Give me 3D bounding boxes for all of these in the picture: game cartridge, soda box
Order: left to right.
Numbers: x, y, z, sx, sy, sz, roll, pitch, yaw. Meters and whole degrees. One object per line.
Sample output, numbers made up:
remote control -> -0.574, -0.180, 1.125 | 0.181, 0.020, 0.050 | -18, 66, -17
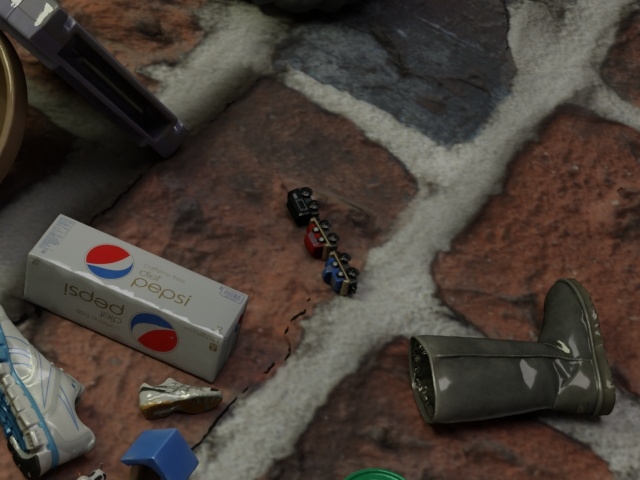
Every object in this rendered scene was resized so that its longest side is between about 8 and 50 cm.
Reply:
game cartridge -> -0.290, -0.220, 1.575 | 0.230, 0.355, 0.068 | 36, 87, 22
soda box -> -0.186, 0.058, 1.487 | 0.216, 0.074, 0.069 | 24, 44, 7

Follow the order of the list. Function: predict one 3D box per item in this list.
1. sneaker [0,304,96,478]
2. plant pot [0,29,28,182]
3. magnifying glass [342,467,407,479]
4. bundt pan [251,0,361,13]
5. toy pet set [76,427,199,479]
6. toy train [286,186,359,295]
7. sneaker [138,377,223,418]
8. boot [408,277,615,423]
sneaker -> -0.271, 0.135, 1.397 | 0.083, 0.071, 0.190 | -11, 59, -35
plant pot -> -0.390, -0.122, 1.541 | 0.237, 0.237, 0.110 | 43, 9, 24
magnifying glass -> 0.028, 0.299, 1.354 | 0.092, 0.026, 0.231 | 26, 42, 8
bundt pan -> -0.040, -0.419, 1.974 | 0.331, 0.124, 0.330 | 9, 44, -9
toy pet set -> -0.156, 0.229, 1.332 | 0.122, 0.065, 0.114 | 29, 45, 11
toy train -> 0.000, 0.000, 1.638 | 0.036, 0.027, 0.158 | -12, 51, -23
sneaker -> -0.137, 0.148, 1.443 | 0.083, 0.032, 0.037 | -3, 48, -21
boot -> 0.193, 0.115, 1.564 | 0.209, 0.076, 0.189 | -1, 44, -10
